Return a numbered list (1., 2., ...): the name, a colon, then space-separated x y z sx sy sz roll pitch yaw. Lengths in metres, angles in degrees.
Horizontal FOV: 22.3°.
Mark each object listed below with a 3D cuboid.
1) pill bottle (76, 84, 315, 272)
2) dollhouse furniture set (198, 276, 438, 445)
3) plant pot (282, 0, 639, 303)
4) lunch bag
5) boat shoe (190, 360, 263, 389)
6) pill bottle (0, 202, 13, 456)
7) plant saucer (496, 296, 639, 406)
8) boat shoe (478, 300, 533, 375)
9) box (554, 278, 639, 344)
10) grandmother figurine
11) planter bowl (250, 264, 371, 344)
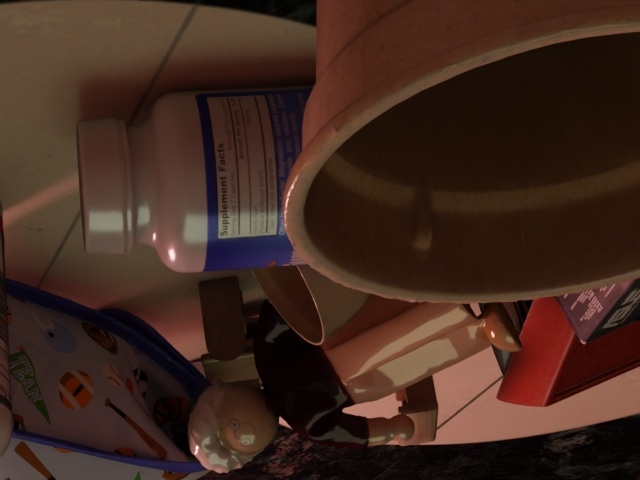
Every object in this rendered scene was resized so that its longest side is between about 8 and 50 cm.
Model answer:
1. pill bottle: -0.063 -0.051 1.347 0.272 0.152 0.152 -4 155 -10
2. dollhouse furniture set: -0.004 0.144 1.769 0.242 0.161 0.212 -8 155 -1
3. plant pot: 0.124 -0.166 0.985 0.334 0.305 0.334 -7 154 -3
4. lunch bag: -0.320 0.221 1.705 0.328 0.239 0.385 -36 143 26
5. boat shoe: -0.188 0.215 1.936 0.302 0.094 0.109 -13 155 8
6. pill bottle: -0.355 0.107 1.390 0.176 0.318 0.176 -6 155 -3
7. plant saucer: 0.327 0.071 1.708 0.259 0.047 0.258 -19 147 -23
8. boat shoe: 0.246 0.106 1.832 0.105 0.113 0.306 -19 156 7
9. box: 0.394 -0.074 1.422 0.318 0.097 0.395 -20 159 -19
10. grandmother figurine: 0.014 0.124 1.611 0.342 0.207 0.104 -31 179 11
11. planter bowl: 0.000 0.000 1.502 0.109 0.162 0.162 -32 160 -16
